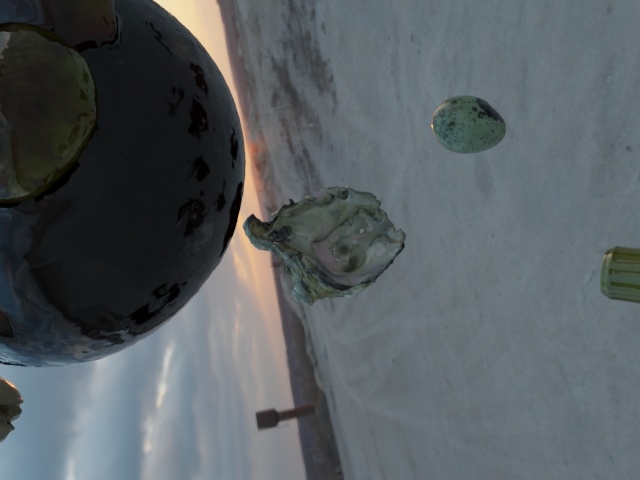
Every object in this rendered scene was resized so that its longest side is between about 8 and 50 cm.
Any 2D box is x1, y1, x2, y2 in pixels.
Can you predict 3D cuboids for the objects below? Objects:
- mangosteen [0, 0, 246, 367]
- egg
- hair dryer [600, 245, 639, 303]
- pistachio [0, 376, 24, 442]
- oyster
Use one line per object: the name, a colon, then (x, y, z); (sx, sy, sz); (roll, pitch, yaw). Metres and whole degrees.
mangosteen: (-0.209, -0.066, 0.427); (0.347, 0.306, 0.307); (76, -177, -75)
egg: (0.219, -0.170, 0.861); (0.085, 0.110, 0.085); (10, -90, -86)
hair dryer: (0.560, -0.003, 0.955); (0.279, 0.135, 0.090); (-52, -48, -35)
pistachio: (-0.414, 0.186, 0.650); (0.113, 0.149, 0.113); (-171, 90, -66)
oyster: (0.000, 0.000, 0.722); (0.081, 0.191, 0.163); (129, 164, -65)
